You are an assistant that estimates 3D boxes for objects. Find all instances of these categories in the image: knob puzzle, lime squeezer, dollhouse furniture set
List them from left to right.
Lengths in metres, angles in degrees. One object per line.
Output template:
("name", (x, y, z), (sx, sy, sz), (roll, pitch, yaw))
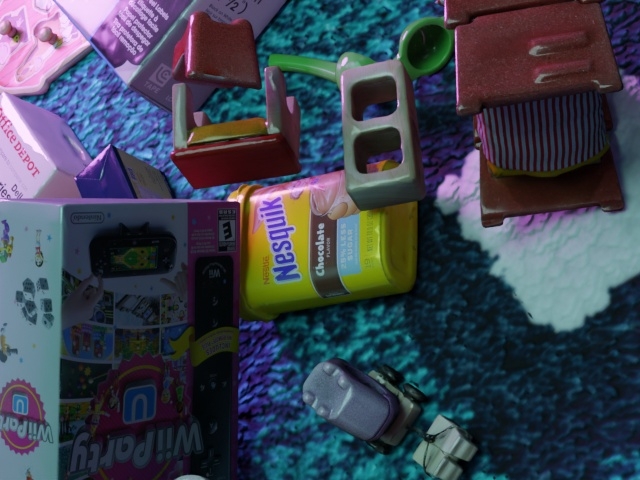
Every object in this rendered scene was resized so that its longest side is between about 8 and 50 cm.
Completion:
("knob puzzle", (-0.352, -0.255, 1.599), (0.213, 0.030, 0.213), (-14, 64, 32))
("dollhouse furniture set", (0.045, -0.105, 1.061), (0.374, 0.201, 0.152), (-9, 64, 12))
("lime squeezer", (0.077, -0.183, 1.247), (0.310, 0.059, 0.110), (-21, 28, 30))

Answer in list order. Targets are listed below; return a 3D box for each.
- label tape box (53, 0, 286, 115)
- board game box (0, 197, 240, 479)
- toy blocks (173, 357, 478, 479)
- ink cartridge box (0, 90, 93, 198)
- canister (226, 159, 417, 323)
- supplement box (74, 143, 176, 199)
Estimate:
("label tape box", (-0.122, -0.338, 1.405), (0.348, 0.115, 0.249), (-50, 53, 11))
("board game box", (-0.170, 0.116, 1.133), (0.097, 0.224, 0.303), (5, 95, 36))
("toy blocks", (-0.016, 0.256, 0.991), (0.288, 0.260, 0.309), (36, 95, 41))
("ink cartridge box", (-0.351, -0.029, 1.465), (0.219, 0.092, 0.160), (-49, 51, 11))
("canister", (0.000, 0.000, 1.206), (0.169, 0.073, 0.126), (-11, 66, 31))
("supplement box", (-0.191, -0.038, 1.355), (0.056, 0.083, 0.083), (-40, 53, 17))
